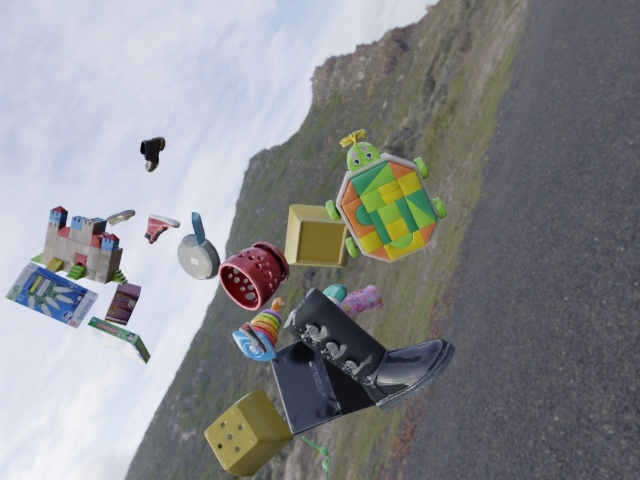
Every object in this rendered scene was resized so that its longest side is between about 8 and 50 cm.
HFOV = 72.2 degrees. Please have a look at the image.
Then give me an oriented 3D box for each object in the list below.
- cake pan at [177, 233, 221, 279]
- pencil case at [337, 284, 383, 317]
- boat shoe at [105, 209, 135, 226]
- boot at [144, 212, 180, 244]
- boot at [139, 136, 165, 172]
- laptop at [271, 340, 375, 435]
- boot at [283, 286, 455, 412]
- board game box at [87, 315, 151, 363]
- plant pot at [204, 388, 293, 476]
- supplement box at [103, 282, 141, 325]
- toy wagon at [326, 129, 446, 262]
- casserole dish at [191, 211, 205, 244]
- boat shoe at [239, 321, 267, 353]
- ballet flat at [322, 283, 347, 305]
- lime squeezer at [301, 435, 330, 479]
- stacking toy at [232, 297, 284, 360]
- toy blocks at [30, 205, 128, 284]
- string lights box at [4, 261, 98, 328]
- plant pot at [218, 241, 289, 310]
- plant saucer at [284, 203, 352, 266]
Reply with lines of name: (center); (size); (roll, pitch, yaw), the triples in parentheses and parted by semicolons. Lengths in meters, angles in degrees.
cake pan: (-0.701, 0.104, 2.500); (0.054, 0.293, 0.293); (-42, -19, -54)
pencil case: (0.145, 0.286, 1.961); (0.284, 0.124, 0.124); (-11, -39, -36)
boat shoe: (-0.950, -0.106, 2.101); (0.056, 0.153, 0.048); (-98, -10, -58)
boot: (-0.921, -0.052, 2.547); (0.088, 0.244, 0.176); (21, -98, -59)
boot: (-0.832, -0.410, 2.109); (0.106, 0.082, 0.219); (-22, -26, -52)
laptop: (0.031, 0.648, 2.072); (0.408, 0.382, 0.236); (-28, -27, 14)
boot: (0.133, 0.297, 1.369); (0.367, 0.445, 0.146); (-52, -8, 33)
board game box: (-0.873, 0.443, 1.922); (0.317, 0.213, 0.046); (109, -176, -58)
plant pot: (-0.257, 0.650, 1.470); (0.212, 0.212, 0.187); (-43, -25, 2)
supplement box: (-0.899, 0.287, 1.996); (0.188, 0.104, 0.081); (-58, 26, 22)
toy wagon: (0.150, -0.109, 1.106); (0.267, 0.344, 0.068); (-25, 21, 11)
casserole dish: (-0.628, -0.064, 2.265); (0.114, 0.037, 0.188); (-105, 8, -54)
boat shoe: (-0.250, 0.372, 1.646); (0.043, 0.137, 0.049); (-37, 0, -28)
ballet flat: (0.032, 0.239, 1.726); (0.087, 0.083, 0.247); (-64, 12, -25)
lime squeezer: (0.006, 1.198, 2.377); (0.110, 0.310, 0.059); (-16, -14, -26)
stacking toy: (-0.237, 0.369, 1.953); (0.166, 0.175, 0.302); (67, -148, -32)
toy blocks: (-0.984, 0.011, 1.837); (0.191, 0.381, 0.261); (-59, -13, -79)
string lights box: (-0.978, 0.203, 1.612); (0.133, 0.259, 0.077); (-57, 22, 1)
plant pot: (-0.215, 0.108, 1.462); (0.174, 0.191, 0.191); (-44, -15, -40)
plant saucer: (0.000, 0.000, 2.160); (0.081, 0.333, 0.333); (-103, 19, -62)
